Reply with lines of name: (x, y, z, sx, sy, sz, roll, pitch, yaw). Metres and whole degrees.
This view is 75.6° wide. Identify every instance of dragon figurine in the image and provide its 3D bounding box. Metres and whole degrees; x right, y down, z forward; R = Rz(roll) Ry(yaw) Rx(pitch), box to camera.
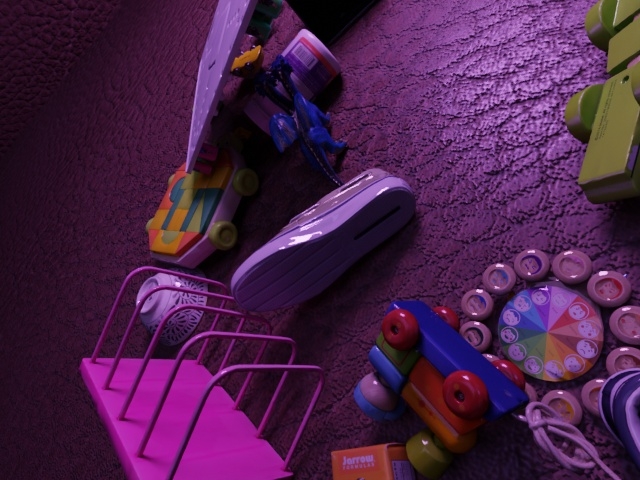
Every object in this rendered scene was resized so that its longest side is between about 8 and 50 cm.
dragon figurine: (-0.031, -0.191, 0.709, 0.085, 0.144, 0.289, -33, 59, 25)

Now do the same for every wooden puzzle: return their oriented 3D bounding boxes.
wooden puzzle: (0.259, 0.068, 0.443, 0.116, 0.014, 0.079, -3, 71, 38)

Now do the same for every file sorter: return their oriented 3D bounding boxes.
file sorter: (-0.165, 0.180, 0.579, 0.290, 0.202, 0.182, 27, 95, 43)

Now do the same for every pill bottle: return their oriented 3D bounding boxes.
pill bottle: (-0.061, -0.306, 0.822, 0.193, 0.108, 0.108, -45, 48, 12)

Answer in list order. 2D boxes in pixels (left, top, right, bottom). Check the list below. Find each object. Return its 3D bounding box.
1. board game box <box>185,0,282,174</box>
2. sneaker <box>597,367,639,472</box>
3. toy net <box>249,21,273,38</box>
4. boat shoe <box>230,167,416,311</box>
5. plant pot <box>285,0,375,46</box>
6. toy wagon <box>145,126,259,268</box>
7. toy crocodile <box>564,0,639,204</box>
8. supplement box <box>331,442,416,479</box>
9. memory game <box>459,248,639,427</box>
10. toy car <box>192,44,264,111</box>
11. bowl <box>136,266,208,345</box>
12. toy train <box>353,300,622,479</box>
board game box: (-0.175, -0.384, 0.799, 0.390, 0.050, 0.390, -48, 38, 44)
sneaker: (0.315, 0.174, 0.239, 0.282, 0.153, 0.099, 32, 90, 39)
toy net: (-0.112, -0.612, 1.064, 0.122, 0.045, 0.232, 11, 77, 40)
boat shoe: (0.000, 0.000, 0.621, 0.302, 0.109, 0.094, -31, 33, 2)
plant pot: (0.007, -0.563, 0.861, 0.187, 0.188, 0.167, -37, 38, 19)
toy wagon: (-0.250, -0.109, 0.890, 0.267, 0.068, 0.345, 5, 69, 40)
toy crocodile: (0.358, -0.197, 0.442, 0.115, 0.105, 0.341, 139, 150, -77)
supplement box: (0.067, 0.337, 0.416, 0.078, 0.080, 0.234, -23, 53, 25)
memory game: (0.236, 0.097, 0.431, 0.186, 0.012, 0.186, -13, 67, 34)
toy car: (-0.248, -0.410, 1.063, 0.225, 0.053, 0.239, -54, 46, 4)
bowl: (-0.313, 0.119, 0.829, 0.170, 0.080, 0.170, -17, 59, 31)
toy train: (0.140, 0.186, 0.413, 0.248, 0.105, 0.143, 45, 117, 39)
